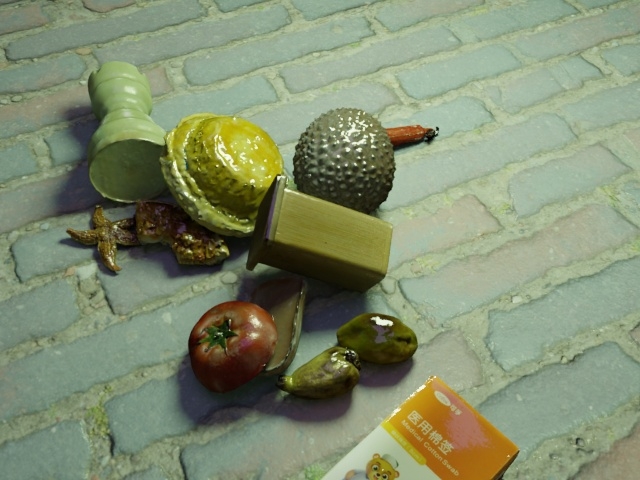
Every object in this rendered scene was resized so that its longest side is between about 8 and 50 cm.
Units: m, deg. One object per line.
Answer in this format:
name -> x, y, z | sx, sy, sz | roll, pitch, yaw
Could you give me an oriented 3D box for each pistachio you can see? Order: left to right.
pistachio -> 0.128, 0.227, 1.534 | 0.189, 0.100, 0.110 | 12, 47, 7

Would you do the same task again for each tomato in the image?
tomato -> -0.204, 0.220, 1.486 | 0.225, 0.085, 0.225 | -17, 44, 17

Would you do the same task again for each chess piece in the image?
chess piece -> -0.557, -0.331, 1.922 | 0.234, 0.234, 0.442 | -13, 48, -12

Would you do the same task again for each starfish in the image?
starfish -> -0.543, -0.015, 1.763 | 0.227, 0.043, 0.240 | -14, 54, -12

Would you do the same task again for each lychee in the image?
lychee -> 0.055, -0.202, 1.776 | 0.300, 0.300, 0.300 | 1, 50, -1

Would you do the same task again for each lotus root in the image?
lotus root -> -0.004, 0.300, 1.482 | 0.190, 0.094, 0.108 | -20, 32, -7

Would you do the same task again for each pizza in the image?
pizza -> -0.364, -0.029, 1.735 | 0.305, 0.086, 0.161 | 28, 44, 15

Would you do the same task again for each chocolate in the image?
chocolate -> -0.103, 0.207, 1.553 | 0.161, 0.083, 0.261 | -8, 48, 28

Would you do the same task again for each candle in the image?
candle -> 0.222, -0.306, 2.016 | 0.301, 0.084, 0.059 | -12, 83, -19

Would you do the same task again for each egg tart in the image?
egg tart -> -0.228, -0.193, 1.757 | 0.387, 0.169, 0.388 | 22, 49, -28

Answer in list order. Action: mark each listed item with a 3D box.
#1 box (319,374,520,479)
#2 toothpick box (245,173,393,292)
box -> 0.190, 0.459, 1.312 | 0.341, 0.143, 0.225 | -36, 59, -26
toothpick box -> 0.000, 0.000, 1.612 | 0.308, 0.190, 0.187 | 17, 62, -14
